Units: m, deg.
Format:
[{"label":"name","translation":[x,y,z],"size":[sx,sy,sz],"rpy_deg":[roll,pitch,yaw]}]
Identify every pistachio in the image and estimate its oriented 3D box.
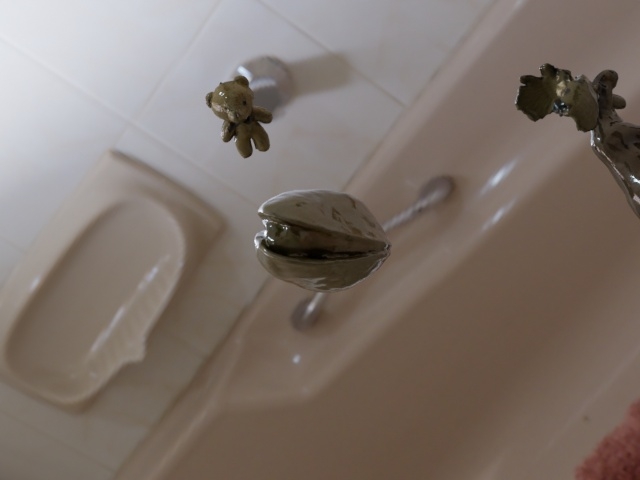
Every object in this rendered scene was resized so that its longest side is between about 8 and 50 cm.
[{"label":"pistachio","translation":[0.000,0.000,1.449],"size":[0.136,0.226,0.136],"rpy_deg":[-3,84,33]}]

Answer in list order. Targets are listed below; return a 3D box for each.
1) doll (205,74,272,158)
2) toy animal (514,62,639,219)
[{"label":"doll","translation":[-0.085,-0.134,1.311],"size":[0.061,0.093,0.051],"rpy_deg":[-24,60,1]},{"label":"toy animal","translation":[0.327,-0.112,1.311],"size":[0.094,0.186,0.214],"rpy_deg":[-53,54,48]}]
